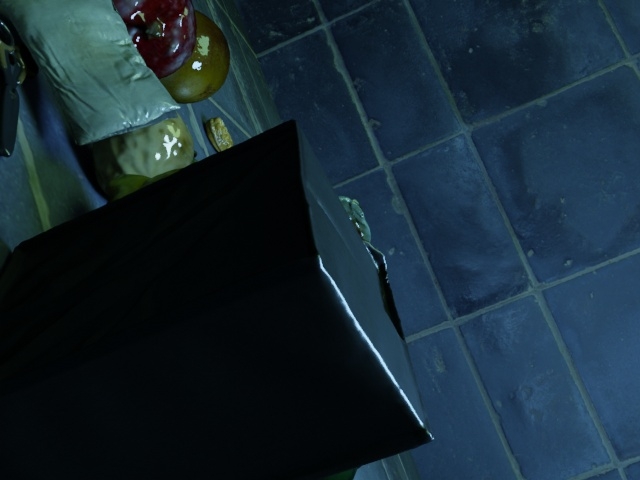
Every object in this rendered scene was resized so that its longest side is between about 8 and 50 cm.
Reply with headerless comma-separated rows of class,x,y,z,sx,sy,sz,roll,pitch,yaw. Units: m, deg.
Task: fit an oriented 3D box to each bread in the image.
bread,-0.259,-0.265,1.720,0.111,0.044,0.083,63,10,-46

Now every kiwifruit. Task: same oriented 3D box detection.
kiwifruit,-0.281,-0.371,1.334,0.234,0.196,0.196,-87,154,-77

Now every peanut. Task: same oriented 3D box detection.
peanut,-0.254,-0.124,0.961,0.109,0.159,0.140,26,1,33

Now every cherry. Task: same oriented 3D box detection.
cherry,-0.314,-0.376,1.059,0.300,0.203,0.230,53,4,35

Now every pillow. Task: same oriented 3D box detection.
pillow,-0.302,-0.240,0.878,0.230,0.148,0.050,58,-36,7

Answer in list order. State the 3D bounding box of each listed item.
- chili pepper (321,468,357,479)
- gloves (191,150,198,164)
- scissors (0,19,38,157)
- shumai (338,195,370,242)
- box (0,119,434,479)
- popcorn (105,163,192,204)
chili pepper,-0.038,0.274,1.059,0.248,0.233,0.257,-9,85,-66
gloves,-0.210,-0.064,1.252,0.268,0.107,0.135,50,12,3
scissors,-0.371,-0.178,0.793,0.088,0.017,0.220,58,12,-52
shumai,0.000,0.000,1.816,0.330,0.288,0.292,51,17,-60
box,-0.113,0.082,0.597,0.251,0.345,0.204,-98,162,-59
popcorn,-0.183,0.013,0.817,0.266,0.233,0.192,32,25,21
